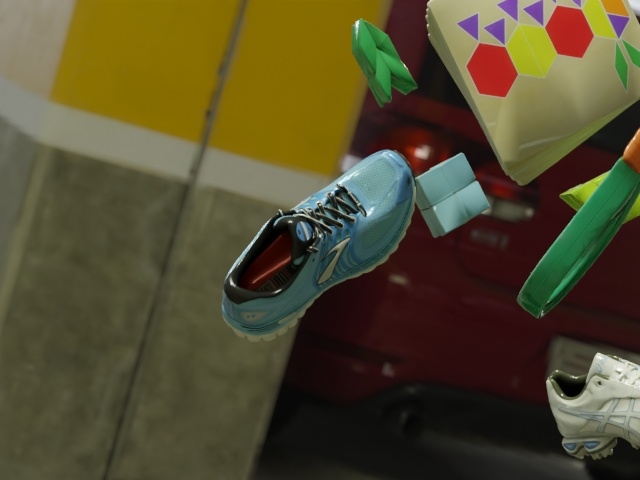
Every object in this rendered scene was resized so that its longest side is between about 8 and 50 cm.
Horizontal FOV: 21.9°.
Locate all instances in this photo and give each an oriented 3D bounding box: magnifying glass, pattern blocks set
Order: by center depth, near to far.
[{"bbox_3d":[0.189,-0.035,1.045,0.026,0.231,0.092,41,43,12],"label":"magnifying glass"},{"bbox_3d":[0.172,-0.144,1.240,0.324,0.285,0.026,-18,-1,-27],"label":"pattern blocks set"}]

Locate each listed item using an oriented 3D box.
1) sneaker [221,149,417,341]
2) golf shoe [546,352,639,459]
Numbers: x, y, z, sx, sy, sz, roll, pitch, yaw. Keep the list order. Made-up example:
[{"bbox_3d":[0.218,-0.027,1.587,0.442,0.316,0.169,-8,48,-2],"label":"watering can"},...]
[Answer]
[{"bbox_3d":[0.000,0.000,1.088,0.063,0.162,0.073,43,-9,19],"label":"sneaker"},{"bbox_3d":[0.268,0.135,1.430,0.176,0.086,0.069,-21,14,42],"label":"golf shoe"}]
